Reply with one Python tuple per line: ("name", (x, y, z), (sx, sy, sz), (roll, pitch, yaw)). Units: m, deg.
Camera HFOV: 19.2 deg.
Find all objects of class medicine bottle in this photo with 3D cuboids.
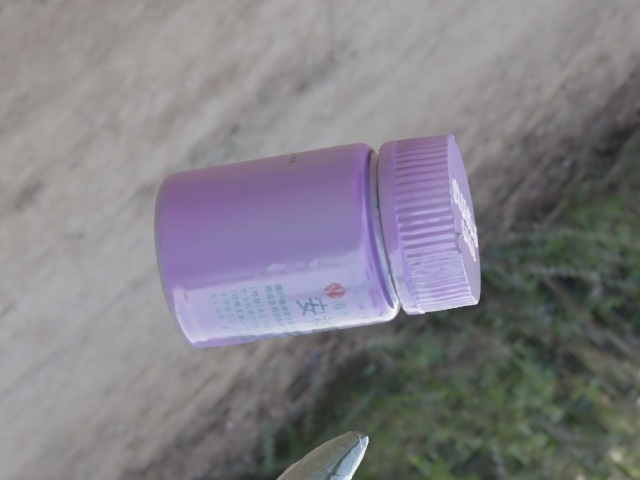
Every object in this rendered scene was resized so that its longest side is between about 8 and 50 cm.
("medicine bottle", (0.000, 0.000, 1.828), (0.290, 0.178, 0.178), (-9, 164, 10))

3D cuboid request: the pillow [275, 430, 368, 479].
("pillow", (-0.073, 0.345, 2.202), (0.281, 0.076, 0.274), (-47, -179, -23))
